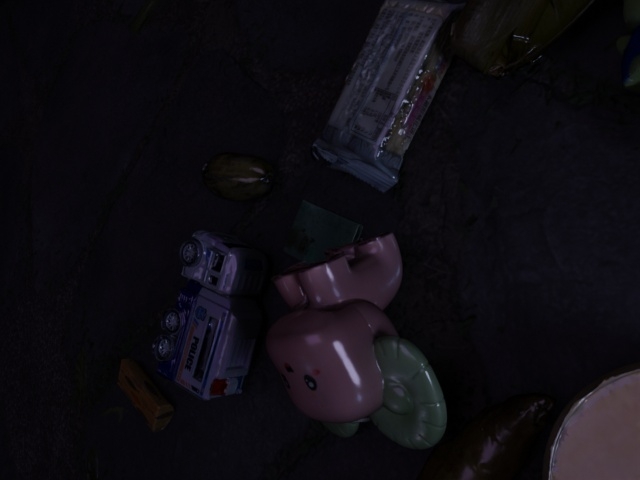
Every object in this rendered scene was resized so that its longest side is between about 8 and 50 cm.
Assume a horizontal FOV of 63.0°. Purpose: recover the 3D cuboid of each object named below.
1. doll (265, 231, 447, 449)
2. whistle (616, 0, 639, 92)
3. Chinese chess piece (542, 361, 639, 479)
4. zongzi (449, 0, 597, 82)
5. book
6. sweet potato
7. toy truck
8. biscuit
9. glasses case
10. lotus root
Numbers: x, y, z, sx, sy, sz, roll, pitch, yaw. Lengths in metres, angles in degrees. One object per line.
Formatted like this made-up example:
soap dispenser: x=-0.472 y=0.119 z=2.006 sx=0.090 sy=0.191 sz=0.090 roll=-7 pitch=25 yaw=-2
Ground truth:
doll: x=0.046 y=0.146 z=0.721 sx=0.284 sy=0.216 sz=0.268 roll=-16 pitch=96 yaw=53
whistle: x=0.376 y=-0.208 z=0.565 sx=0.105 sy=0.085 sz=0.227 roll=3 pitch=84 yaw=34
Chinese chess piece: x=0.337 y=0.236 z=0.468 sx=0.257 sy=0.104 sz=0.257 roll=-11 pitch=67 yaw=28
zongzi: x=0.242 y=-0.322 z=0.563 sx=0.145 sy=0.300 sz=0.274 roll=46 pitch=110 yaw=15
book: x=0.000 y=0.000 z=0.870 sx=0.135 sy=0.017 sz=0.103 roll=26 pitch=97 yaw=39
sweet potato: x=0.146 y=0.345 z=0.618 sx=0.130 sy=0.131 sz=0.422 roll=33 pitch=97 yaw=38
toy truck: x=-0.180 y=0.127 z=0.925 sx=0.155 sy=0.124 sz=0.267 roll=19 pitch=95 yaw=33
biscuit: x=0.103 y=-0.239 z=0.797 sx=0.186 sy=0.079 sz=0.309 roll=32 pitch=101 yaw=41
glasses case: x=-0.365 y=0.317 z=1.087 sx=0.170 sy=0.041 sz=0.064 roll=31 pitch=112 yaw=38
lotus root: x=-0.156 y=-0.118 z=0.980 sx=0.179 sy=0.080 sz=0.089 roll=12 pitch=75 yaw=36
